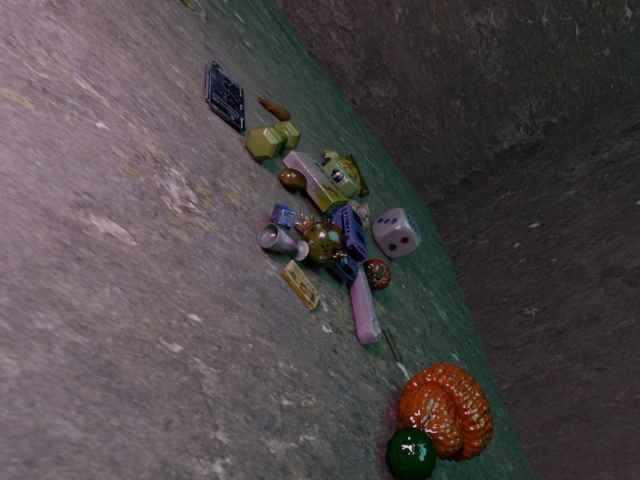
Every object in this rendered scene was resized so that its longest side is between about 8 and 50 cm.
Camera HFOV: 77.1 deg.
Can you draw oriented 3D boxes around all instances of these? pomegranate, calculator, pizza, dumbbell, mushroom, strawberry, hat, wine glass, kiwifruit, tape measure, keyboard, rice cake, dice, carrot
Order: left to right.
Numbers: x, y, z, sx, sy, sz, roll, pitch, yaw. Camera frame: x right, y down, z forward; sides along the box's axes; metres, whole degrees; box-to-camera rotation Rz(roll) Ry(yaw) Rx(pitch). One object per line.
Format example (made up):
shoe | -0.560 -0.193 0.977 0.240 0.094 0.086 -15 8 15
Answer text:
calculator | -0.322 -0.492 1.363 0.166 0.028 0.274 36 33 -43
carrot | -0.195 -0.553 1.681 0.191 0.047 0.047 18 46 -51
dumbbell | -0.160 -0.360 1.426 0.121 0.108 0.302 54 23 -8
wine glass | -0.100 0.007 1.150 0.155 0.073 0.073 26 40 -51
kiwifruit | -0.096 -0.217 1.434 0.124 0.075 0.075 13 50 -54
pomegranate | 0.003 -0.013 1.291 0.156 0.156 0.220 29 35 -50
tape measure | 0.100 -0.270 1.852 0.200 0.106 0.175 44 13 -35
pizza | 0.113 -0.369 2.033 0.288 0.075 0.279 36 31 -43
mushroom | 0.148 -0.105 1.718 0.166 0.127 0.166 37 31 -28
rice cake | 0.142 0.196 1.410 0.056 0.073 0.364 37 32 -38
strawberry | 0.226 0.134 1.592 0.148 0.131 0.131 -2 63 -55
keyboard | 0.274 0.391 1.510 0.049 0.015 0.129 11 52 -60
dice | 0.385 -0.037 2.030 0.194 0.192 0.193 49 26 -26
hat | 0.309 0.552 1.203 0.401 0.285 0.285 -7 65 -36

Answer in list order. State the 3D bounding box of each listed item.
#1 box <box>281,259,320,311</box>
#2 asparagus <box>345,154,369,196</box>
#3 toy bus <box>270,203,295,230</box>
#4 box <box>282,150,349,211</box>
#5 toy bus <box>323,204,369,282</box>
box | -0.053 0.130 1.162 0.149 0.020 0.073 53 23 -14
asparagus | 0.201 -0.357 2.219 0.067 0.060 0.277 8 52 -37
toy bus | -0.108 -0.069 1.162 0.051 0.061 0.153 18 6 -17
box | -0.014 -0.232 1.571 0.260 0.062 0.175 51 24 9
toy bus | 0.096 0.007 1.466 0.125 0.133 0.292 44 27 -32
